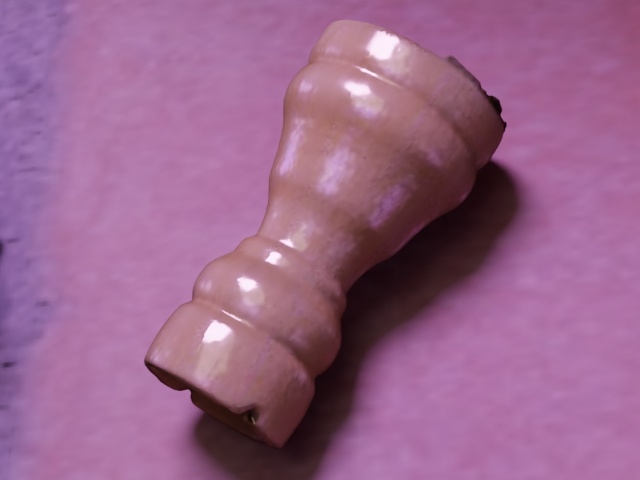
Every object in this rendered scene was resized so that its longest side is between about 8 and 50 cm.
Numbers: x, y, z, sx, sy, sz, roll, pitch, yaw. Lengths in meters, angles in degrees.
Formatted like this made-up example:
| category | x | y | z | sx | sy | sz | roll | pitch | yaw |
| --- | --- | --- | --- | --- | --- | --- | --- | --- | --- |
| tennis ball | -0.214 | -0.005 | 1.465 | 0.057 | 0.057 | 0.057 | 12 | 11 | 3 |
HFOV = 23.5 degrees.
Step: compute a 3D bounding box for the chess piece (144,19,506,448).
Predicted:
| category | x | y | z | sx | sy | sz | roll | pitch | yaw |
| --- | --- | --- | --- | --- | --- | --- | --- | --- | --- |
| chess piece | 0.000 | 0.000 | 0.464 | 0.066 | 0.066 | 0.122 | 23 | 74 | 29 |
